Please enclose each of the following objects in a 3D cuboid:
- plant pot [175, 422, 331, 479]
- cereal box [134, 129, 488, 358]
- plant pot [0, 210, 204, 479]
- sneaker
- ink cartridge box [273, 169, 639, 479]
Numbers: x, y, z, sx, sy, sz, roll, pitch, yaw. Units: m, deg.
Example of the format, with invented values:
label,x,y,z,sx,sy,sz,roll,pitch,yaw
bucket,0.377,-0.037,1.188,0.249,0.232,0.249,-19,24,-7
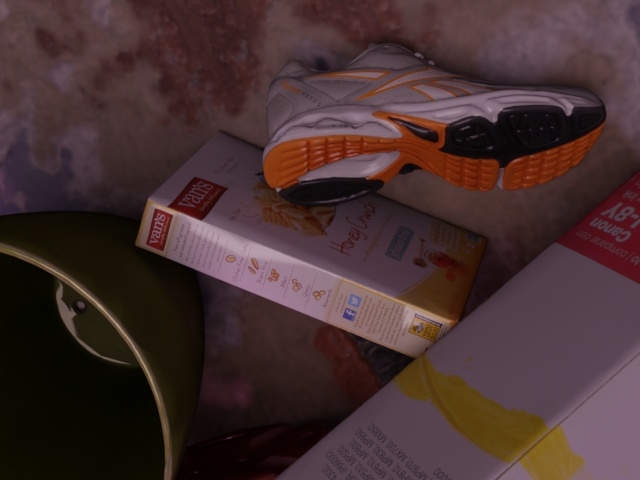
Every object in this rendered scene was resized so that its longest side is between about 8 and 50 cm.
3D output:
label,x,y,z,sx,sy,sz,roll,pitch,yaw
plant pot,-0.051,0.304,1.079,0.272,0.272,0.265,-14,95,16
cereal box,0.000,0.000,1.006,0.240,0.173,0.047,22,115,5
plant pot,-0.201,0.085,1.013,0.274,0.293,0.275,4,108,11
sneaker,0.083,-0.106,0.999,0.262,0.121,0.099,-4,144,-7
ink cartridge box,0.180,0.181,0.904,0.384,0.160,0.279,-39,119,-9
